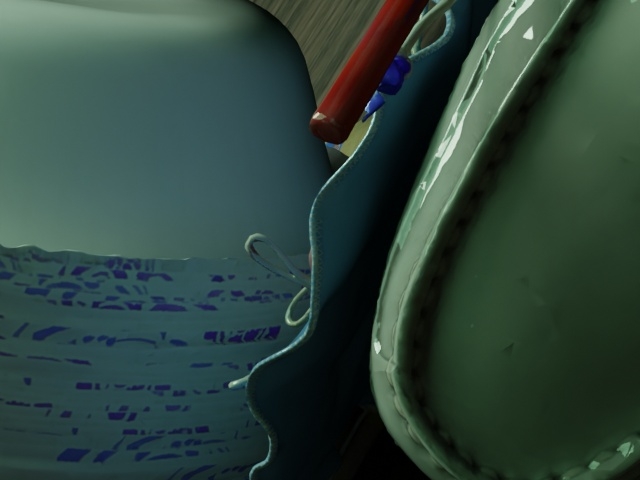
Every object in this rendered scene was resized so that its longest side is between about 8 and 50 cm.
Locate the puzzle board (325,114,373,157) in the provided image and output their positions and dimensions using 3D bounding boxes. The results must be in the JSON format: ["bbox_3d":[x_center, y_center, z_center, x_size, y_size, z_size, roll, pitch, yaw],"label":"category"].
[{"bbox_3d":[0.000,0.000,0.818,0.096,0.011,0.128,-28,34,63],"label":"puzzle board"}]

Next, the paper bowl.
[{"bbox_3d":[-0.113,-0.022,0.652,0.284,0.284,0.148,-118,39,-72],"label":"paper bowl"}]

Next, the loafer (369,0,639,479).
[{"bbox_3d":[0.117,-0.069,0.399,0.319,0.112,0.111,-56,1,9],"label":"loafer"}]

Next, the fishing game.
[{"bbox_3d":[0.015,-0.008,0.525,0.189,0.041,0.264,-59,-14,-31],"label":"fishing game"}]
